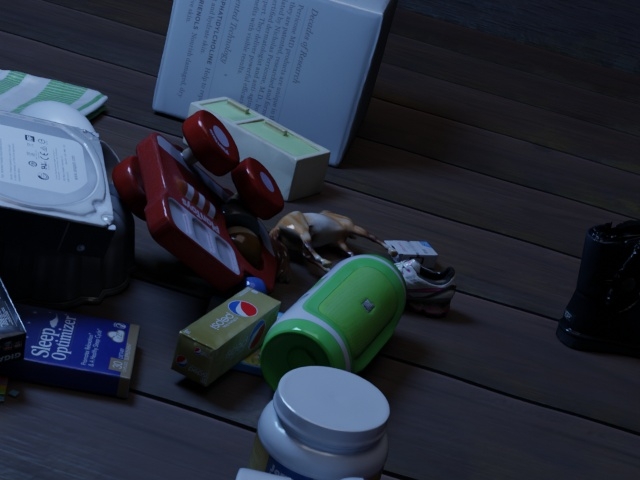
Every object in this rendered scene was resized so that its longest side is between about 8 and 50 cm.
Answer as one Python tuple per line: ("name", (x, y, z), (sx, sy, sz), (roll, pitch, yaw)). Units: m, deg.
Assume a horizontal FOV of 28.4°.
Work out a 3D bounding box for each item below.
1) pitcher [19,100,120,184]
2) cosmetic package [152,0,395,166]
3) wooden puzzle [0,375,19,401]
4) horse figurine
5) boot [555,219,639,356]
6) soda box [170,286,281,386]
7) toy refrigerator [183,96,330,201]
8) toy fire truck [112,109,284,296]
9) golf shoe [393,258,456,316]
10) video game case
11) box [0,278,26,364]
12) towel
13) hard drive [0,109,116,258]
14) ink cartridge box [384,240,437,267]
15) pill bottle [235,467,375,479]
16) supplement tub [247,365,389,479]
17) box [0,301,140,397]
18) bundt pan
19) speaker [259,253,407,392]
("pitcher", (-0.405, -0.140, 2.097), (0.207, 0.125, 0.178), (31, -8, 40))
("cosmetic package", (-0.079, -0.394, 2.539), (0.394, 0.327, 0.329), (17, 25, 3))
("wooden puzzle", (-0.409, 0.178, 1.543), (0.083, 0.006, 0.049), (9, 25, -11))
("horse figurine", (0.000, 0.000, 2.068), (0.263, 0.066, 0.174), (-11, 40, -47))
("boot", (0.509, 0.076, 2.013), (0.247, 0.207, 0.094), (6, 26, -19))
("soda box", (-0.125, 0.126, 1.701), (0.058, 0.061, 0.181), (24, 27, 18))
("toy refrigerator", (-0.119, -0.176, 2.336), (0.270, 0.094, 0.102), (30, 29, 31))
("toy fire truck", (-0.161, -0.021, 1.848), (0.302, 0.169, 0.253), (44, 21, -43))
("golf shoe", (0.121, 0.060, 1.984), (0.186, 0.086, 0.067), (9, 27, -8))
("video game case", (-0.110, 0.135, 1.785), (0.119, 0.015, 0.166), (14, 25, -1))
("box", (-0.483, 0.075, 1.565), (0.175, 0.051, 0.220), (-12, 47, -30))
("towel", (-0.586, -0.269, 2.347), (0.325, 0.038, 0.248), (18, 26, 6))
("hard drive", (-0.452, -0.097, 1.693), (0.339, 0.064, 0.237), (11, 34, -24))
("ink cartridge box", (0.149, 0.023, 2.140), (0.083, 0.028, 0.048), (2, 27, -25))
("pill bottle", (0.089, 0.351, 1.190), (0.392, 0.224, 0.224), (14, 25, -2))
("supplement tub", (-0.008, 0.252, 1.374), (0.144, 0.199, 0.144), (12, 25, -5))
("box", (-0.351, 0.136, 1.630), (0.225, 0.036, 0.136), (10, 25, -7))
("bundt pan", (-0.422, -0.033, 1.842), (0.331, 0.124, 0.331), (12, 26, -6))
("speaker", (0.024, 0.117, 1.763), (0.131, 0.131, 0.296), (21, 26, 15))
